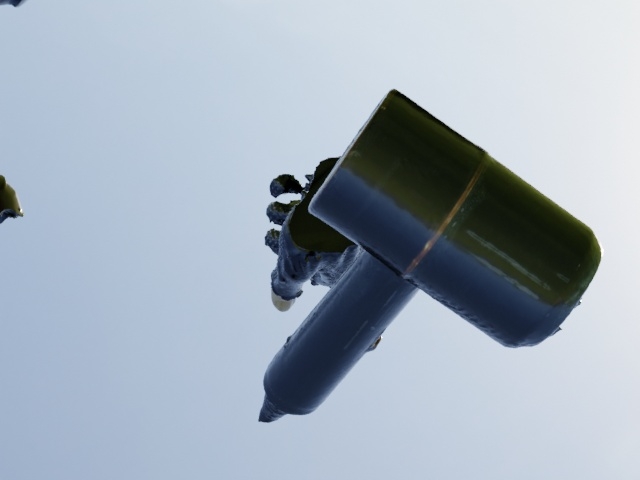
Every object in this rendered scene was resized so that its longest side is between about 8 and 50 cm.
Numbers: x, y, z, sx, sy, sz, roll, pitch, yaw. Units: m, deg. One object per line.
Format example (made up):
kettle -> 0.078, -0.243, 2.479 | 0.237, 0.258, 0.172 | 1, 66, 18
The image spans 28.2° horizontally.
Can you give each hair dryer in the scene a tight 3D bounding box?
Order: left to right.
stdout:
hair dryer -> 0.044, 0.061, 0.963 | 0.189, 0.352, 0.107 | 35, -135, -1

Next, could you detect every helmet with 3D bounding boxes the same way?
helmet -> -0.438, -0.048, 1.608 | 0.123, 0.098, 0.070 | -14, -91, -47

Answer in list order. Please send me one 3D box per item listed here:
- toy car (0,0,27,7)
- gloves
toy car -> -0.214, -0.290, 0.810 | 0.204, 0.198, 0.248 | 37, 160, -14
gloves -> 0.003, -0.002, 1.231 | 0.106, 0.129, 0.181 | -1, 165, -6
